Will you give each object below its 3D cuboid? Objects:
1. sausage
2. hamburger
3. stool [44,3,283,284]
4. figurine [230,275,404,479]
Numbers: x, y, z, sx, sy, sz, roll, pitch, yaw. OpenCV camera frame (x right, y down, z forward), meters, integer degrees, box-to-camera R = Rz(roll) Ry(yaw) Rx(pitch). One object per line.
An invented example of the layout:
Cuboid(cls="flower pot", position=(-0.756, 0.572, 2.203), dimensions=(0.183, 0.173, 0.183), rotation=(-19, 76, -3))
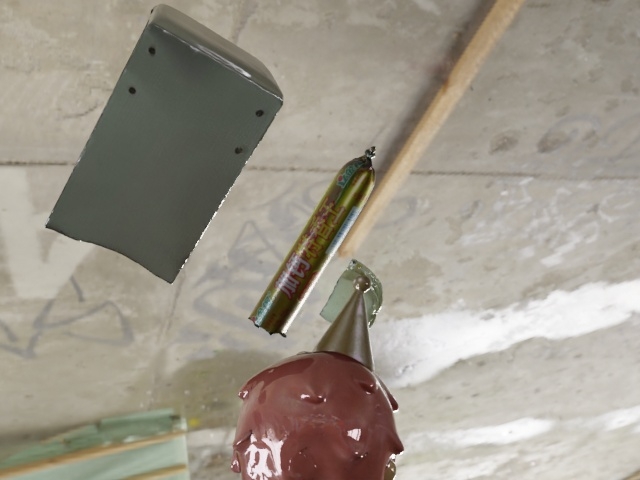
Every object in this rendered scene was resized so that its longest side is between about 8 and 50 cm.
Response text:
Cuboid(cls="sausage", position=(0.000, 0.000, 1.296), dimensions=(0.082, 0.082, 0.371), rotation=(19, 108, -40))
Cuboid(cls="hamburger", position=(0.056, 0.099, 1.206), dimensions=(0.084, 0.054, 0.121), rotation=(33, 124, 5))
Cuboid(cls="stool", position=(-0.191, -0.131, 0.938), dimensions=(0.170, 0.243, 0.270), rotation=(27, 104, -18))
Cuboid(cls="figurine", position=(-0.003, 0.216, 0.674), dimensions=(0.207, 0.387, 0.166), rotation=(-6, 151, 20))
